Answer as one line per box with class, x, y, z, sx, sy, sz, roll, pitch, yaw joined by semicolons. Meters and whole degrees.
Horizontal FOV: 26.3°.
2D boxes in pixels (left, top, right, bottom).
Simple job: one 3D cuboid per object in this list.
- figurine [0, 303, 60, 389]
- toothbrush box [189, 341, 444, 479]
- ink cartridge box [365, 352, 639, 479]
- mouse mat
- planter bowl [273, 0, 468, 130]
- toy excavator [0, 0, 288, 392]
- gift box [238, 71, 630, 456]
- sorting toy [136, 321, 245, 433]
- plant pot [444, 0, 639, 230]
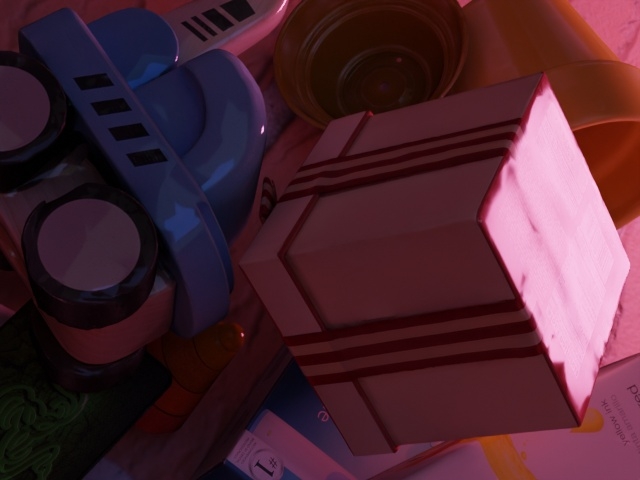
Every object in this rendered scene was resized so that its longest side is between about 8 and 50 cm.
figurine;-0.351;0.106;1.251;0.209;0.092;0.215;44;58;3
toothbrush box;0.055;0.236;1.346;0.295;0.126;0.216;40;59;-6
ink cartridge box;0.197;0.297;1.219;0.384;0.160;0.279;-21;83;-31
mouse mat;-0.243;0.137;1.218;0.152;0.007;0.190;38;58;7
planter bowl;0.063;-0.191;1.520;0.217;0.090;0.217;-6;64;13
toy excavator;-0.136;-0.143;1.249;0.445;0.222;0.433;-29;72;-21
gift box;0.105;0.021;1.206;0.255;0.258;0.276;64;34;-22
sorting toy;-0.159;-0.005;1.326;0.127;0.126;0.366;6;62;-58
plant pot;0.242;-0.146;1.528;0.254;0.254;0.239;-2;54;-24
